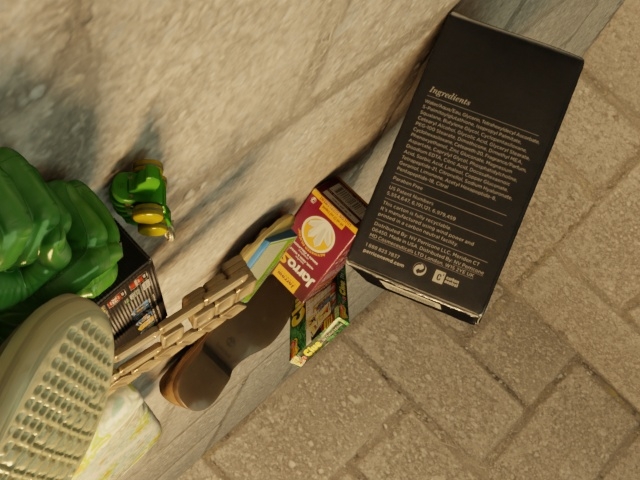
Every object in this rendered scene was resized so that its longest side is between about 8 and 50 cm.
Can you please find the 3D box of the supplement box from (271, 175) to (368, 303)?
[{"bbox_3d":[0.000,0.000,1.571,0.081,0.104,0.188,-32,162,-53],"label":"supplement box"}]

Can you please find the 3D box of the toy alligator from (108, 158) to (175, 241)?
[{"bbox_3d":[-0.175,-0.032,0.928,0.051,0.056,0.190,-2,163,-5],"label":"toy alligator"}]

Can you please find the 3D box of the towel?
[{"bbox_3d":[-0.393,0.360,1.459,0.320,0.090,0.374,-46,170,-16],"label":"towel"}]

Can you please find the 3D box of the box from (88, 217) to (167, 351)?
[{"bbox_3d":[-0.266,0.102,0.989,0.216,0.060,0.270,-42,172,-16],"label":"box"}]

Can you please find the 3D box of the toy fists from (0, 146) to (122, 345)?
[{"bbox_3d":[-0.236,0.012,0.725,0.142,0.096,0.279,-47,168,1],"label":"toy fists"}]

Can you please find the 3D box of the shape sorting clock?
[{"bbox_3d":[-0.110,0.039,1.462,0.206,0.040,0.206,-47,169,-13],"label":"shape sorting clock"}]

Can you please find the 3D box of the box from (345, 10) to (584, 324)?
[{"bbox_3d":[0.220,-0.092,1.454,0.293,0.211,0.396,38,74,-79],"label":"box"}]

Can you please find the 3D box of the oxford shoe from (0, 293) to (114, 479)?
[{"bbox_3d":[-0.302,0.213,0.805,0.169,0.130,0.449,-27,151,-56],"label":"oxford shoe"}]

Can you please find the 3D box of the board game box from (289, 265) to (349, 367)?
[{"bbox_3d":[-0.005,0.094,1.696,0.136,0.030,0.260,-47,-155,28],"label":"board game box"}]

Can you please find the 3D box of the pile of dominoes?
[{"bbox_3d":[-0.191,0.106,1.119,0.251,0.040,0.196,-32,170,-17],"label":"pile of dominoes"}]

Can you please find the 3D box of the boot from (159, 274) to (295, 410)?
[{"bbox_3d":[-0.168,0.168,1.665,0.305,0.112,0.115,-46,-159,-28],"label":"boot"}]
